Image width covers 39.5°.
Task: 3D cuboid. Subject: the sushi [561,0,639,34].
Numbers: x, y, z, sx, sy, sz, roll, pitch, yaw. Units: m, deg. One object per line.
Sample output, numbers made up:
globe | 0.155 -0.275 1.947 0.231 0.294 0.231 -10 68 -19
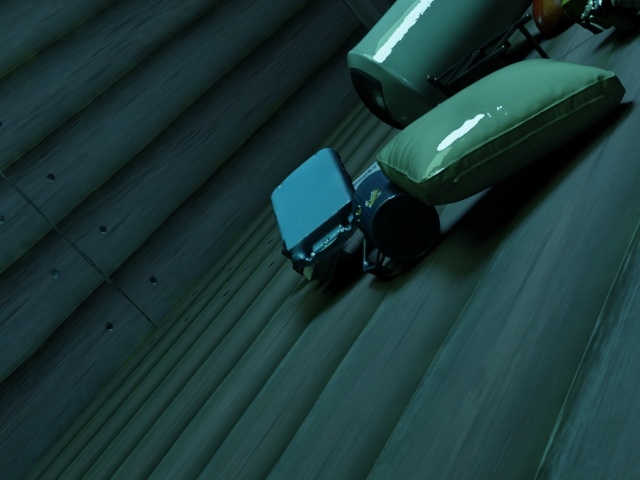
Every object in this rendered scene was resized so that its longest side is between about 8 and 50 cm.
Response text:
sushi | 0.521 -0.409 1.470 0.131 0.139 0.291 -66 14 -12

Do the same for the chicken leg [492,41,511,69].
chicken leg | 0.420 -0.439 2.157 0.089 0.048 0.219 -41 9 27

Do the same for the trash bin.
trash bin | 0.263 -0.457 2.057 0.432 0.280 0.280 -51 10 -2

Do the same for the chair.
chair | 0.302 -0.271 1.615 0.260 0.154 0.141 -29 17 50

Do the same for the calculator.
calculator | -0.012 -0.065 1.659 0.173 0.051 0.293 -40 32 13

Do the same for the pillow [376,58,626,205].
pillow | 0.252 -0.164 1.300 0.322 0.120 0.255 -31 20 -4

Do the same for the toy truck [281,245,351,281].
toy truck | 0.000 0.000 1.783 0.286 0.111 0.136 -123 48 -71

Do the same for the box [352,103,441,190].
box | 0.173 -0.135 1.705 0.265 0.097 0.168 -43 10 6

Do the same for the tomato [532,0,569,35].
tomato | 0.546 -0.575 1.961 0.233 0.140 0.200 -40 4 23

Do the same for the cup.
cup | 0.116 -0.020 1.426 0.155 0.131 0.177 -109 37 -76
